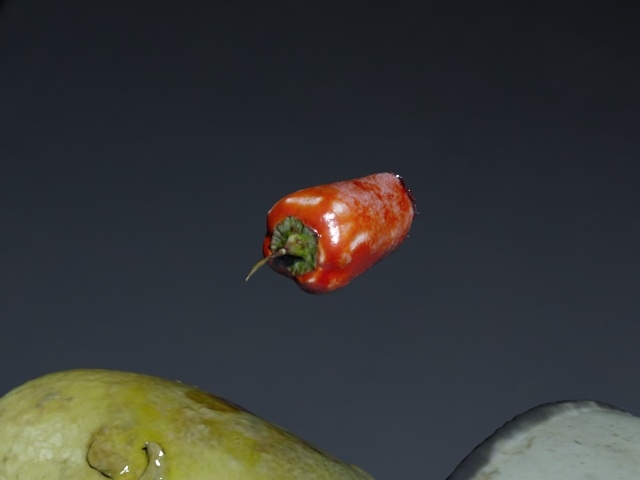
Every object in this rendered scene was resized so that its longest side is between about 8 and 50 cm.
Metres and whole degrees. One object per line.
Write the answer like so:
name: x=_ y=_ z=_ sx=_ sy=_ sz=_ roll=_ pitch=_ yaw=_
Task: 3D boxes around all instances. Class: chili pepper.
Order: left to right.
chili pepper: x=0.000 y=0.000 z=1.156 sx=0.084 sy=0.086 sz=0.192 roll=8 pitch=21 yaw=35

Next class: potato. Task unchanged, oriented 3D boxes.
potato: x=-0.057 y=0.216 z=0.880 sx=0.359 sy=0.219 sz=0.270 roll=34 pitch=-11 yaw=-13

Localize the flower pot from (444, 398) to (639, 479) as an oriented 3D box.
flower pot: x=0.227 y=0.246 z=0.671 sx=0.330 sy=0.293 sz=0.294 roll=9 pitch=-9 yaw=45
